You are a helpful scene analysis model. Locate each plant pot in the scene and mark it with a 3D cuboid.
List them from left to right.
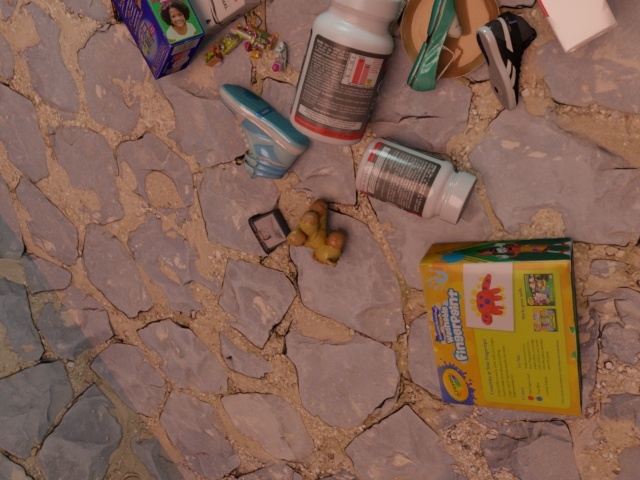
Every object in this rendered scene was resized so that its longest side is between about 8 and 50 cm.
[{"bbox_3d":[0.312,-0.513,1.255,0.236,0.032,0.236,11,116,23],"label":"plant pot"}]

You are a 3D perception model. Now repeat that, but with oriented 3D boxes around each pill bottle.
[{"bbox_3d":[0.061,-0.442,1.312,0.210,0.210,0.362,28,123,14],"label":"pill bottle"},{"bbox_3d":[0.250,-0.154,1.373,0.283,0.161,0.161,25,121,17],"label":"pill bottle"}]

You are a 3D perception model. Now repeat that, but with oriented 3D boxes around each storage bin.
[{"bbox_3d":[-0.160,-0.035,1.693,0.091,0.098,0.135,-25,99,24],"label":"storage bin"}]

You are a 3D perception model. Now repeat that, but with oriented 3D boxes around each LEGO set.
[{"bbox_3d":[-0.237,-0.553,1.482,0.287,0.107,0.132,11,117,23],"label":"LEGO set"}]

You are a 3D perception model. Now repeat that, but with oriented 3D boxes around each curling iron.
[{"bbox_3d":[-0.638,-0.819,1.617,0.068,0.035,0.274,8,116,20],"label":"curling iron"}]

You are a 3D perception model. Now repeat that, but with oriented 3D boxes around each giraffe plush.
[{"bbox_3d":[0.000,0.000,1.585,0.170,0.181,0.210,37,133,0],"label":"giraffe plush"}]

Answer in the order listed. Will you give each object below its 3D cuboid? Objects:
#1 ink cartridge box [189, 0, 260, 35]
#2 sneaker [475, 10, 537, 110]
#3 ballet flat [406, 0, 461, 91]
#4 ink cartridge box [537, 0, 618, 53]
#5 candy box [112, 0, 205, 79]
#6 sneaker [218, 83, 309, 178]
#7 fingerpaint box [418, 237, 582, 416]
[{"bbox_3d":[-0.290,-0.687,1.461,0.203,0.086,0.148,-17,103,34],"label":"ink cartridge box"},{"bbox_3d":[0.450,-0.416,1.199,0.121,0.079,0.217,-32,122,2],"label":"sneaker"},{"bbox_3d":[0.283,-0.471,1.233,0.087,0.083,0.247,13,121,-5],"label":"ballet flat"},{"bbox_3d":[0.502,-0.480,1.045,0.100,0.237,0.172,-27,98,32],"label":"ink cartridge box"},{"bbox_3d":[-0.480,-0.666,1.489,0.317,0.122,0.268,62,155,-10],"label":"candy box"},{"bbox_3d":[-0.210,-0.307,1.570,0.319,0.127,0.208,41,123,7],"label":"sneaker"},{"bbox_3d":[0.495,0.229,1.418,0.371,0.163,0.444,-4,110,28],"label":"fingerpaint box"}]
